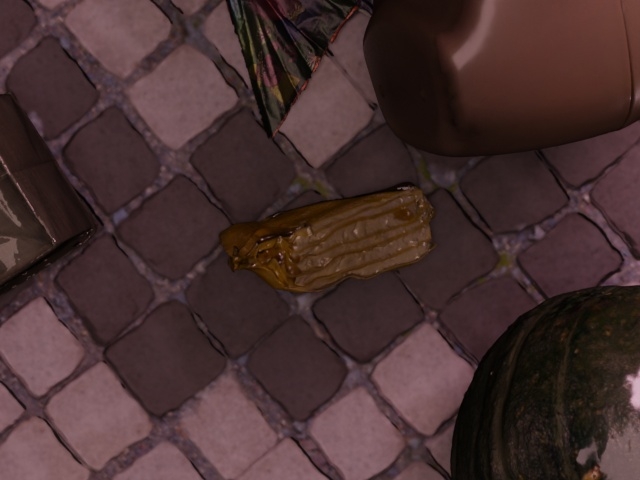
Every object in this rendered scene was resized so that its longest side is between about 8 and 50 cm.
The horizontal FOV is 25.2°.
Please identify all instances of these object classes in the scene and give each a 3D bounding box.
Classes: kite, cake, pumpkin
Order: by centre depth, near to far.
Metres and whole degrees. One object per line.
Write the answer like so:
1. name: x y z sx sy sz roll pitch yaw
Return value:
1. pumpkin: 0.274 0.169 1.140 0.327 0.291 0.258 16 63 -12
2. kite: -0.009 -0.255 1.235 0.234 0.016 0.321 33 96 0
3. cake: 0.002 0.004 1.255 0.184 0.116 0.080 -24 102 -27

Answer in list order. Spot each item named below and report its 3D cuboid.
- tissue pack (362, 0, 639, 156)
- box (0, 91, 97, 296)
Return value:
1. tissue pack: 0.154 -0.270 1.093 0.276 0.267 0.387 -16 99 -13
2. box: -0.334 -0.001 1.210 0.231 0.149 0.155 -31 94 6
